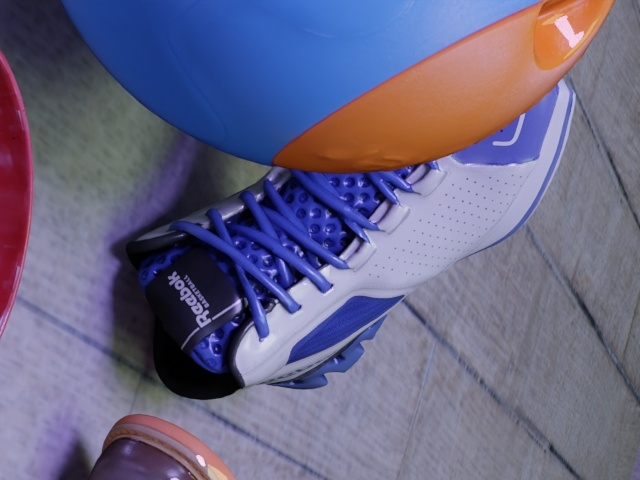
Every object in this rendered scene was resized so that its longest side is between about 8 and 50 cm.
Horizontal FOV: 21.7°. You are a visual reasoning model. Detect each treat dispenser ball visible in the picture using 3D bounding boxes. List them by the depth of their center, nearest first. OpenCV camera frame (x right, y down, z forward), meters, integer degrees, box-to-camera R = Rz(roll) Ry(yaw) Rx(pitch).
[{"bbox_3d":[0.008,-0.175,0.783,0.288,0.288,0.288,12,90,-68],"label":"treat dispenser ball"}]

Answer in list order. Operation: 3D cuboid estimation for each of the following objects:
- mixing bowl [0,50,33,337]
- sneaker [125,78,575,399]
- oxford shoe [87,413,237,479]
[{"bbox_3d":[-0.197,-0.007,0.623,0.181,0.098,0.182,12,90,-67],"label":"mixing bowl"},{"bbox_3d":[-0.001,0.001,0.963,0.182,0.127,0.315,-20,155,-54],"label":"sneaker"},{"bbox_3d":[-0.102,0.272,0.966,0.132,0.130,0.364,-37,134,-50],"label":"oxford shoe"}]
